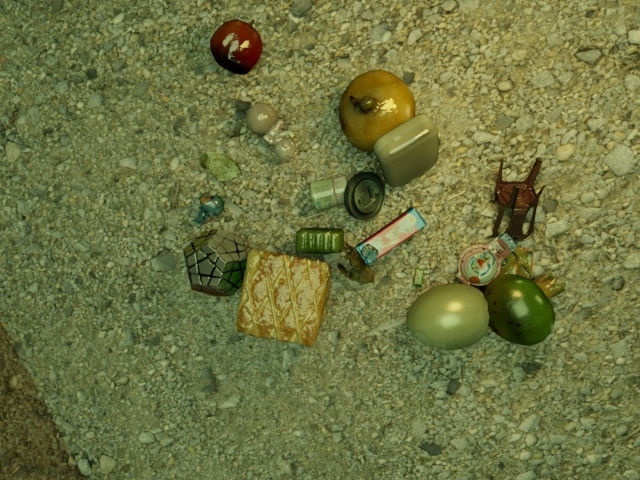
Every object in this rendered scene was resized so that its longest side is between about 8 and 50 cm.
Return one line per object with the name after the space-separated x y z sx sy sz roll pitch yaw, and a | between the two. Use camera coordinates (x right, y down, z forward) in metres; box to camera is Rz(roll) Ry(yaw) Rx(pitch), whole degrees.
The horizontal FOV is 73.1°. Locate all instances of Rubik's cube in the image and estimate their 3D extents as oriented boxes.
-0.466 0.104 1.946 0.264 0.319 0.319 -11 93 -19 | Rubik's cube

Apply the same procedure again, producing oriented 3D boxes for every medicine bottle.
0.355 -0.351 1.756 0.282 0.375 0.123 -31 72 7 | medicine bottle
0.045 -0.215 1.927 0.168 0.135 0.135 -15 92 8 | medicine bottle

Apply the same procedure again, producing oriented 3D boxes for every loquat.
0.225 -0.536 1.776 0.328 0.359 0.329 1 94 19 | loquat

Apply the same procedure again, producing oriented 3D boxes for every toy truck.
0.204 0.052 1.791 0.073 0.090 0.056 33 97 4 | toy truck

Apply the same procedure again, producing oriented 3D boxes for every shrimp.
0.129 0.104 1.899 0.169 0.296 0.058 -1 51 34 | shrimp

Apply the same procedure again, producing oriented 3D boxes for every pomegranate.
0.872 0.276 1.805 0.358 0.216 0.310 -34 99 3 | pomegranate

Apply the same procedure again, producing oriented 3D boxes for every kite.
0.812 0.143 1.921 0.327 0.013 0.378 -36 90 8 | kite

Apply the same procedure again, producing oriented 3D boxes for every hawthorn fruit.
-0.362 -0.865 1.895 0.215 0.215 0.250 36 99 3 | hawthorn fruit

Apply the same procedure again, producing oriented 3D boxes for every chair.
0.839 -0.167 1.846 0.175 0.183 0.326 0 139 6 | chair

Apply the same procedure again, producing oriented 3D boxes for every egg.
0.533 0.326 1.835 0.336 0.278 0.279 -10 93 7 | egg

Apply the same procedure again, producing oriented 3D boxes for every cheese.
0.722 0.082 1.881 0.286 0.074 0.189 -41 91 9 | cheese

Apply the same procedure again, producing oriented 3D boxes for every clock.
0.193 -0.195 1.892 0.214 0.042 0.215 -9 105 -35 | clock

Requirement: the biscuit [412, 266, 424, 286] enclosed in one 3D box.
0.447 0.168 1.966 0.046 0.016 0.089 9 95 6 | biscuit

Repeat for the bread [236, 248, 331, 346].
-0.149 0.244 1.913 0.371 0.279 0.390 9 93 3 | bread

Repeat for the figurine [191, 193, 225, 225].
-0.539 -0.154 2.021 0.144 0.114 0.178 46 106 3 | figurine

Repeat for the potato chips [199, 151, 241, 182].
-0.474 -0.343 2.036 0.209 0.026 0.142 4 92 4 | potato chips

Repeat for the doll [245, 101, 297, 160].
-0.212 -0.478 1.937 0.151 0.151 0.287 -38 92 8 | doll

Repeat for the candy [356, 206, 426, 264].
0.308 -0.024 1.898 0.305 0.157 0.100 -34 90 9 | candy

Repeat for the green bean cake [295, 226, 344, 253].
0.000 0.000 1.915 0.214 0.200 0.113 2 95 6 | green bean cake
